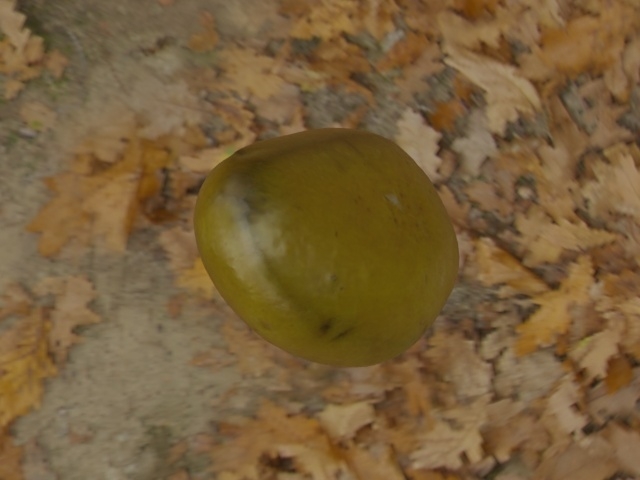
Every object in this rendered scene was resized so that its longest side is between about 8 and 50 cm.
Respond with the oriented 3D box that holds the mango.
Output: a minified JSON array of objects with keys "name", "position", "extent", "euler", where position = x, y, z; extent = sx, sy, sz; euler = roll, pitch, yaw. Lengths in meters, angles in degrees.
[{"name":"mango","position":[0.000,0.000,0.854],"extent":[0.098,0.195,0.137],"euler":[-18,67,36]}]
